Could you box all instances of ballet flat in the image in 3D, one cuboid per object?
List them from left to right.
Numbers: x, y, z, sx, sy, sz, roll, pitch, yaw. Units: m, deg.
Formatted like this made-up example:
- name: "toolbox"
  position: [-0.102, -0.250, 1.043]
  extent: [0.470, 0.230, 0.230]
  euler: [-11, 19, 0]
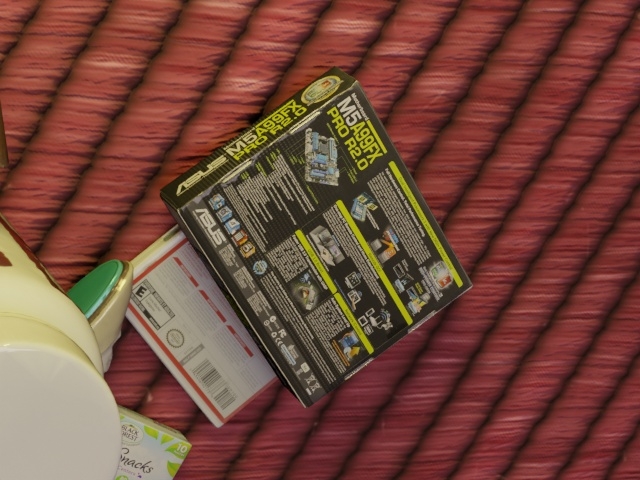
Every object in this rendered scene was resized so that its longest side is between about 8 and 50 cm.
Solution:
- name: "ballet flat"
  position: [-0.254, 0.121, 1.821]
  extent: [0.248, 0.086, 0.086]
  euler: [-41, 121, 5]

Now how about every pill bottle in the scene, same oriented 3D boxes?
- name: "pill bottle"
  position: [-0.313, 0.101, 1.604]
  extent: [0.224, 0.392, 0.224]
  euler: [-8, 112, -21]

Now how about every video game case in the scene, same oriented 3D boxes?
- name: "video game case"
  position: [-0.050, 0.029, 1.910]
  extent: [0.285, 0.025, 0.204]
  euler: [-39, 120, -6]

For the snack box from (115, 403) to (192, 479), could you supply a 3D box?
- name: "snack box"
  position: [-0.213, 0.214, 1.898]
  extent: [0.141, 0.037, 0.100]
  euler: [27, 95, -30]

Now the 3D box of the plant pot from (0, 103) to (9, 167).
- name: "plant pot"
  position: [-0.369, -0.177, 1.601]
  extent: [0.215, 0.215, 0.230]
  euler: [-1, 95, -24]

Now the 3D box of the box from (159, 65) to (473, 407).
- name: "box"
  position: [0.000, 0.000, 1.873]
  extent: [0.216, 0.060, 0.270]
  euler: [-37, 120, -9]
